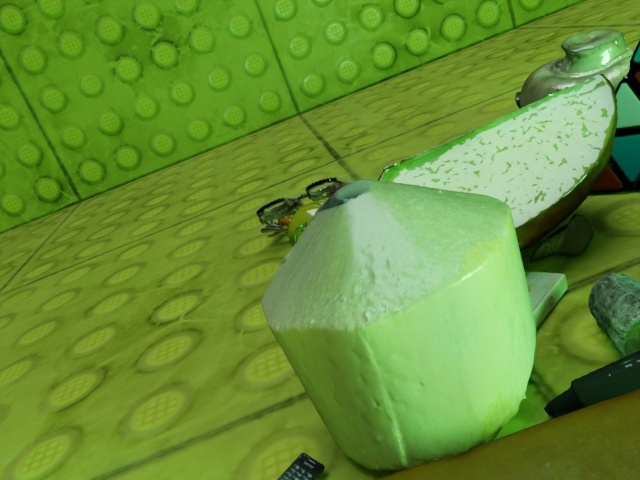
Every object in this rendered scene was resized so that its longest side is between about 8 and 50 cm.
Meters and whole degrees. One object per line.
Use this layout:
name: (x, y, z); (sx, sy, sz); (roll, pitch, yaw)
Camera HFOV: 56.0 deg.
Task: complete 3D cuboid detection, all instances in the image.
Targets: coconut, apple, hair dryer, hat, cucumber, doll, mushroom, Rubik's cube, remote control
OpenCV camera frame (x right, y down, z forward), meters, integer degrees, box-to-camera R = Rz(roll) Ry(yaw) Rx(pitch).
coconut: (0.071, 0.058, 0.559); (0.239, 0.244, 0.239); (-18, 20, 7)
apple: (0.229, -0.069, 0.797); (0.346, 0.179, 0.254); (-25, 15, 8)
hair dryer: (0.300, 0.102, 0.474); (0.248, 0.114, 0.070); (-35, -9, 20)
hat: (0.308, 0.007, 0.760); (0.087, 0.042, 0.058); (-47, -14, 22)
cucumber: (0.296, 0.071, 0.565); (0.064, 0.064, 0.112); (-17, 17, 13)
doll: (0.000, 0.000, 0.984); (0.143, 0.135, 0.221); (11, 15, -4)
mushroom: (0.481, -0.275, 1.090); (0.255, 0.184, 0.255); (-14, 35, 10)
Rubik's cube: (0.503, -0.113, 0.813); (0.250, 0.284, 0.234); (-45, 42, 6)
remote control: (-0.034, 0.235, 0.548); (0.034, 0.016, 0.091); (19, 43, 38)

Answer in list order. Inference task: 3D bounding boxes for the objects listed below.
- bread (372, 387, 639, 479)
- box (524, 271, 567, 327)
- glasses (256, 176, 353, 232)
bread: (0.113, 0.205, 0.390); (0.361, 0.077, 0.138); (-20, 21, 4)
box: (0.198, 0.067, 0.726); (0.167, 0.024, 0.090); (0, 28, 47)
glasses: (-0.008, -0.050, 1.185); (0.255, 0.095, 0.162); (-18, -7, 15)
